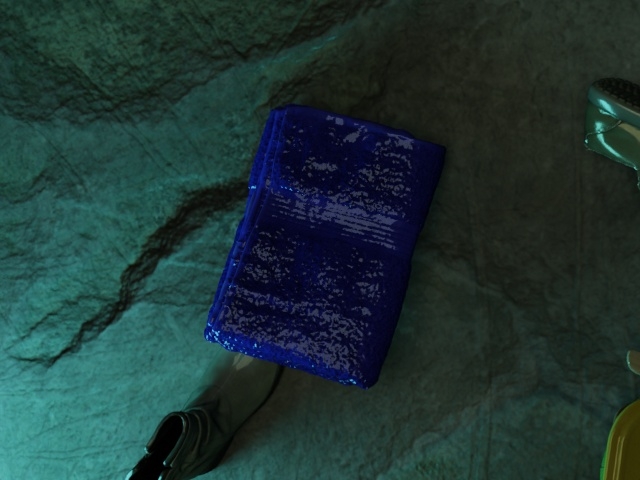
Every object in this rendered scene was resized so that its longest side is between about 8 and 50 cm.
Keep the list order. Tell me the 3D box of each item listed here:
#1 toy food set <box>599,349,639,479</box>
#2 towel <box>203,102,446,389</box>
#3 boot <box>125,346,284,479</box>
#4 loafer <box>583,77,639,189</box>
[{"bbox_3d":[0.370,0.239,1.290,0.128,0.071,0.218,11,84,-3],"label":"toy food set"},{"bbox_3d":[0.000,0.000,1.366,0.227,0.076,0.308,14,82,18],"label":"towel"},{"bbox_3d":[-0.136,0.205,1.411,0.083,0.161,0.246,32,102,14],"label":"boot"},{"bbox_3d":[0.395,-0.086,1.270,0.251,0.094,0.087,36,127,23],"label":"loafer"}]
